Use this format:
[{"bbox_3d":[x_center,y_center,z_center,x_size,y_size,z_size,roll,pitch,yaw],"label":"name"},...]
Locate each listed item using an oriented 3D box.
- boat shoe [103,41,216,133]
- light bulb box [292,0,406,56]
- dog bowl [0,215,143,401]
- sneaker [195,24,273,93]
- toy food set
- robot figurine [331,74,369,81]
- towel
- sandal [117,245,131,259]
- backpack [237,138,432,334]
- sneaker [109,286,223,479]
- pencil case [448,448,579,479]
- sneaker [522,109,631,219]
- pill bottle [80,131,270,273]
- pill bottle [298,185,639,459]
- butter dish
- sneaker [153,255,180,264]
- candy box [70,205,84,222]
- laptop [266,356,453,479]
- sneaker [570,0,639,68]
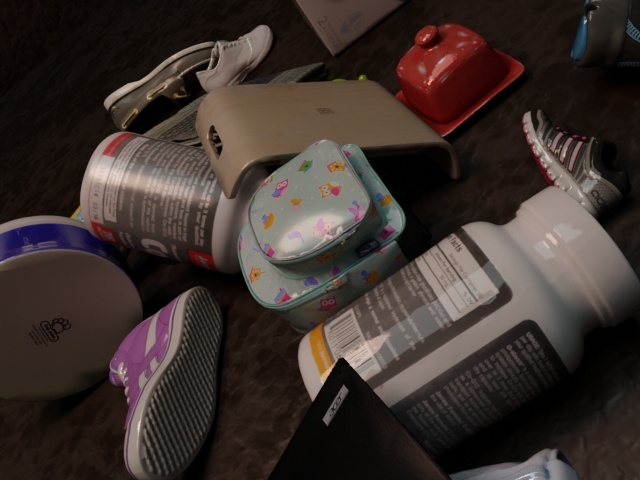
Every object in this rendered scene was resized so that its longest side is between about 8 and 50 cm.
[{"bbox_3d":[-0.355,-0.352,1.439,0.304,0.091,0.109,-29,-2,10],"label":"boat shoe"},{"bbox_3d":[0.049,-0.608,1.120,0.361,0.358,0.225,-36,41,9],"label":"light bulb box"},{"bbox_3d":[-0.404,0.103,0.916,0.265,0.265,0.104,-44,41,-2],"label":"dog bowl"},{"bbox_3d":[-0.186,-0.406,1.342,0.080,0.094,0.212,14,64,48],"label":"sneaker"},{"bbox_3d":[0.003,-0.129,0.825,0.305,0.093,0.220,-8,36,-18],"label":"toy food set"},{"bbox_3d":[0.041,-0.218,0.995,0.101,0.067,0.115,-31,38,-5],"label":"robot figurine"},{"bbox_3d":[-0.175,-0.223,1.130,0.312,0.056,0.324,-5,29,33],"label":"towel"},{"bbox_3d":[-0.363,0.008,1.051,0.090,0.060,0.220,48,125,47],"label":"sandal"},{"bbox_3d":[0.000,0.000,0.666,0.188,0.144,0.166,-41,48,14],"label":"backpack"},{"bbox_3d":[-0.221,0.201,0.813,0.161,0.102,0.282,-27,30,23],"label":"sneaker"},{"bbox_3d":[0.079,0.245,0.488,0.273,0.124,0.113,-20,4,23],"label":"pencil case"},{"bbox_3d":[0.281,-0.092,0.680,0.074,0.063,0.171,-29,45,17],"label":"sneaker"},{"bbox_3d":[-0.165,-0.046,0.857,0.283,0.161,0.161,14,60,12],"label":"pill bottle"},{"bbox_3d":[0.131,0.083,0.565,0.278,0.162,0.162,-35,39,8],"label":"pill bottle"},{"bbox_3d":[0.171,-0.249,0.873,0.159,0.118,0.160,-39,38,3],"label":"butter dish"},{"bbox_3d":[-0.287,-0.017,1.077,0.162,0.106,0.281,-37,29,17],"label":"sneaker"},{"bbox_3d":[-0.459,-0.049,1.294,0.205,0.027,0.105,14,67,46],"label":"candy box"},{"bbox_3d":[0.067,0.260,0.422,0.234,0.264,0.136,-61,-1,8],"label":"laptop"},{"bbox_3d":[0.409,-0.320,0.768,0.139,0.125,0.341,16,59,16],"label":"sneaker"}]
